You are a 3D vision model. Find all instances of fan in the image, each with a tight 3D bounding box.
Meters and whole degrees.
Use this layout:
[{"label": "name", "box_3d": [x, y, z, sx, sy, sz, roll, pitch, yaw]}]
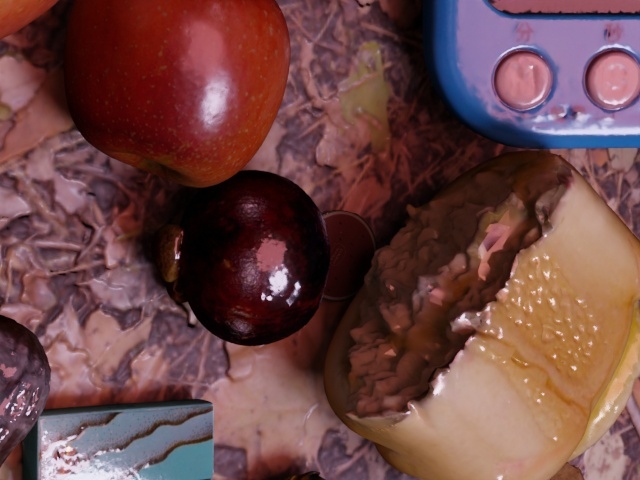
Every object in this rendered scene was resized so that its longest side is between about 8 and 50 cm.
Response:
[{"label": "fan", "box_3d": [0.000, 0.000, 1.438, 0.133, 0.005, 0.085, 41, 74, -28]}]

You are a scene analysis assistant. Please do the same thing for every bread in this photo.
[{"label": "bread", "box_3d": [0.151, 0.085, 1.429, 0.270, 0.211, 0.316, 42, 77, -36]}]

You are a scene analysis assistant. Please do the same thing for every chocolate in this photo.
[{"label": "chocolate", "box_3d": [-0.286, 0.168, 1.217, 0.110, 0.110, 0.248, 35, 76, -28]}]

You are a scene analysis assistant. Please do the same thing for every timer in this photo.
[{"label": "timer", "box_3d": [0.260, -0.239, 1.441, 0.340, 0.115, 0.309, -1, 99, -7]}]

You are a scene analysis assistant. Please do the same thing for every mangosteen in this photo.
[{"label": "mangosteen", "box_3d": [-0.067, 0.015, 1.321, 0.152, 0.152, 0.153, -2, 95, -31]}]

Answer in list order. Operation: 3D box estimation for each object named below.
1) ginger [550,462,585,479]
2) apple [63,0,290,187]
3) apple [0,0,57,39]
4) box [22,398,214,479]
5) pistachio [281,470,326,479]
[{"label": "ginger", "box_3d": [0.243, 0.264, 1.572, 0.165, 0.067, 0.096, 13, 86, -44]}, {"label": "apple", "box_3d": [-0.116, -0.138, 1.260, 0.181, 0.181, 0.168, 22, 85, -31]}, {"label": "apple", "box_3d": [-0.283, -0.299, 1.058, 0.363, 0.364, 0.364, -2, 95, -31]}, {"label": "box", "box_3d": [-0.168, 0.251, 1.331, 0.162, 0.041, 0.229, 0, 94, -32]}, {"label": "pistachio", "box_3d": [-0.048, 0.279, 1.400, 0.089, 0.049, 0.173, 46, 68, -39]}]
